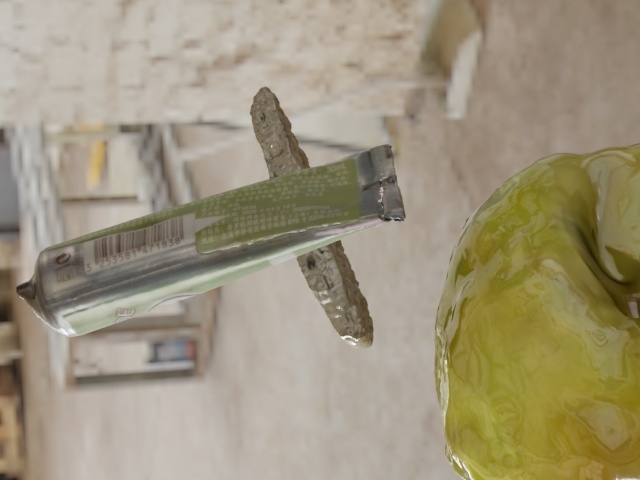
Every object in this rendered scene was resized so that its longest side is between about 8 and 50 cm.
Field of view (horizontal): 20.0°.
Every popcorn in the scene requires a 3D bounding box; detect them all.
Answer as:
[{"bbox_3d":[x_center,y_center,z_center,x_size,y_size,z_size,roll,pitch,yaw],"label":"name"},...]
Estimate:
[{"bbox_3d":[0.183,0.130,0.659,0.294,0.292,0.334,-61,-24,-12],"label":"popcorn"}]

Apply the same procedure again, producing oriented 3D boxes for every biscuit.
[{"bbox_3d":[-0.002,0.001,1.623,0.141,0.038,0.290,60,-173,-49],"label":"biscuit"}]

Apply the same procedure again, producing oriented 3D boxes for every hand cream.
[{"bbox_3d":[-0.064,0.003,1.066,0.086,0.235,0.055,-99,-11,-57],"label":"hand cream"}]
